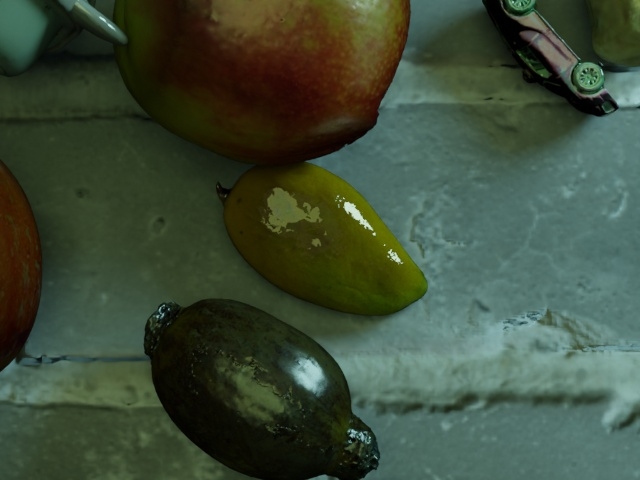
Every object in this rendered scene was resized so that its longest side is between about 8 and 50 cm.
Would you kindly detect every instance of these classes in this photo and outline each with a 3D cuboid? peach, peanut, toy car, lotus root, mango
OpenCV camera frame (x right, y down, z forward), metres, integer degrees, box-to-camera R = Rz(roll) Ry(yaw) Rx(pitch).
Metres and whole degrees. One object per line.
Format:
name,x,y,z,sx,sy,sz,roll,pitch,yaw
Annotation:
peach,-0.043,-0.169,1.244,0.231,0.231,0.231,0,81,1
peanut,0.283,-0.244,1.313,0.103,0.098,0.229,35,86,37
toy car,0.182,-0.150,1.312,0.055,0.069,0.142,-42,83,6
lotus root,-0.046,0.120,1.252,0.209,0.120,0.120,32,83,6
mango,0.000,0.000,1.296,0.187,0.066,0.101,34,84,-3

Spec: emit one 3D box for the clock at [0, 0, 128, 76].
clock,-0.292,-0.224,1.193,0.324,0.265,0.108,30,83,29

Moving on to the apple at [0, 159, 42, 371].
apple,-0.332,0.033,1.214,0.254,0.253,0.253,0,81,1
